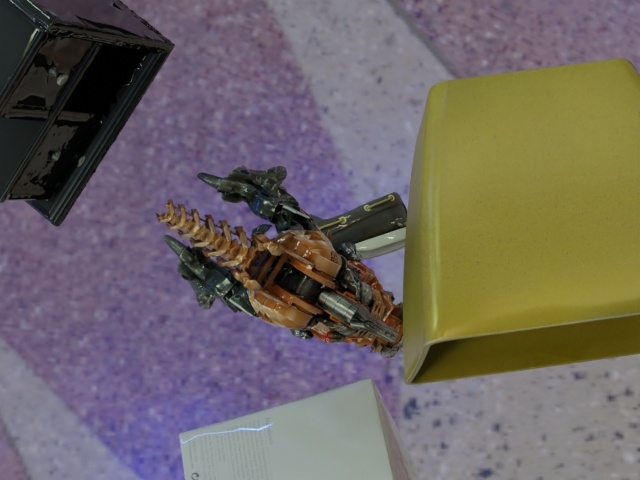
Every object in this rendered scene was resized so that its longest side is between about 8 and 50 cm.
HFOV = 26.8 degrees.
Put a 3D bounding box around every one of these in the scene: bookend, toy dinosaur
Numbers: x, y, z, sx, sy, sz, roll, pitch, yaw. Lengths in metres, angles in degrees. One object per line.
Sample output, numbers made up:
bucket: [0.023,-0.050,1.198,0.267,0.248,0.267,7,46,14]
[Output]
bookend: [-0.193,-0.090,0.863,0.072,0.157,0.156,39,104,15]
toy dinosaur: [-0.031,0.021,1.318,0.164,0.322,0.218,-44,45,-12]

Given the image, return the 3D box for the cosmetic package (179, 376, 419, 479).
cosmetic package: [-0.009,0.289,1.488,0.224,0.224,0.138,-19,51,6]

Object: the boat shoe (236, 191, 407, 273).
boat shoe: [0.000,0.000,1.627,0.081,0.227,0.069,122,132,-73]

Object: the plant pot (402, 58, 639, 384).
plant pot: [0.158,-0.013,0.969,0.212,0.212,0.187,-7,76,-2]
